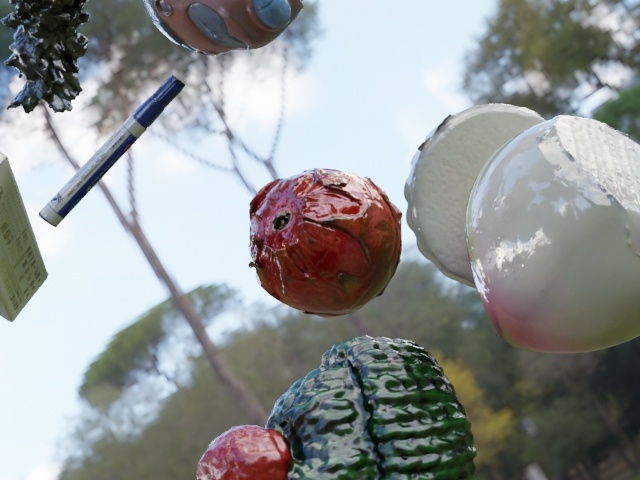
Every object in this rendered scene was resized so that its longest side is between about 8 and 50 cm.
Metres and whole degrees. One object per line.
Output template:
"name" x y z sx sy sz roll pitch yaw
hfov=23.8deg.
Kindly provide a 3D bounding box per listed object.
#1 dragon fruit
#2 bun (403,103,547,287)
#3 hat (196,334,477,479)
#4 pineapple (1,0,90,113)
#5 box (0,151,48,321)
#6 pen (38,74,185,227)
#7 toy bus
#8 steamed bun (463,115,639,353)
"dragon fruit" 0.009 0.000 2.288 0.241 0.241 0.252 -32 -17 2
"bun" 0.229 -0.059 2.129 0.263 0.263 0.175 -29 5 -10
"hat" 0.010 0.253 1.878 0.332 0.274 0.242 -1 -58 -25
"pineapple" -0.334 -0.332 1.827 0.202 0.362 0.202 6 11 -1
"box" -0.471 -0.044 1.905 0.095 0.210 0.330 -55 -14 -24
"pen" -0.215 -0.092 1.571 0.204 0.025 0.025 -46 -13 4
"toy bus" -0.107 -0.405 2.218 0.294 0.232 0.197 -56 -40 -11
"steamed bun" 0.310 0.017 1.922 0.309 0.309 0.309 -30 -11 -7
